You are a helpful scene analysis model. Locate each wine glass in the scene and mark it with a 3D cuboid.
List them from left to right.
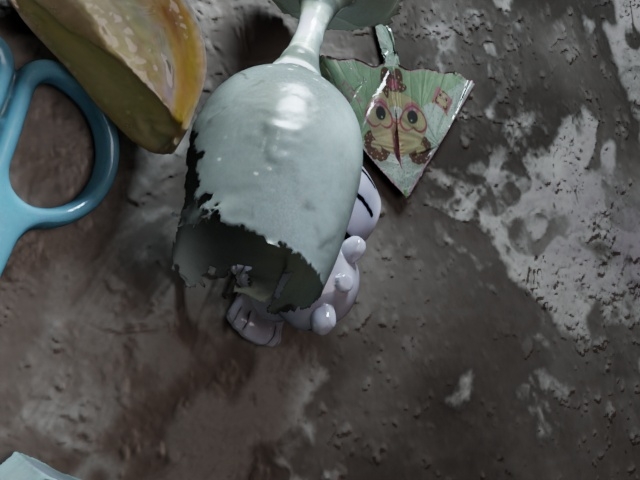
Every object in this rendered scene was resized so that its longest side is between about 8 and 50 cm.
[{"bbox_3d":[-0.019,-0.105,0.830,0.143,0.143,0.321,35,51,-29],"label":"wine glass"}]

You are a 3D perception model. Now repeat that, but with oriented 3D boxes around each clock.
[{"bbox_3d":[0.000,0.000,0.885,0.080,0.117,0.176,35,63,-31],"label":"clock"}]

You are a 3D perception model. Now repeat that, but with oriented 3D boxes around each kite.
[{"bbox_3d":[0.067,-0.163,1.028,0.229,0.012,0.250,-4,85,-41],"label":"kite"}]

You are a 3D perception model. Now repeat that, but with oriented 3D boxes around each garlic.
[{"bbox_3d":[-0.151,-0.164,0.805,0.195,0.087,0.101,50,44,-16],"label":"garlic"}]

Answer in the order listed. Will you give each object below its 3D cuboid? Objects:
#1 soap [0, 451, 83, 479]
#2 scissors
[{"bbox_3d":[-0.207,0.252,0.706,0.145,0.091,0.230,35,65,-29],"label":"soap"},{"bbox_3d":[-0.267,0.065,0.723,0.192,0.029,0.447,26,68,-34],"label":"scissors"}]
